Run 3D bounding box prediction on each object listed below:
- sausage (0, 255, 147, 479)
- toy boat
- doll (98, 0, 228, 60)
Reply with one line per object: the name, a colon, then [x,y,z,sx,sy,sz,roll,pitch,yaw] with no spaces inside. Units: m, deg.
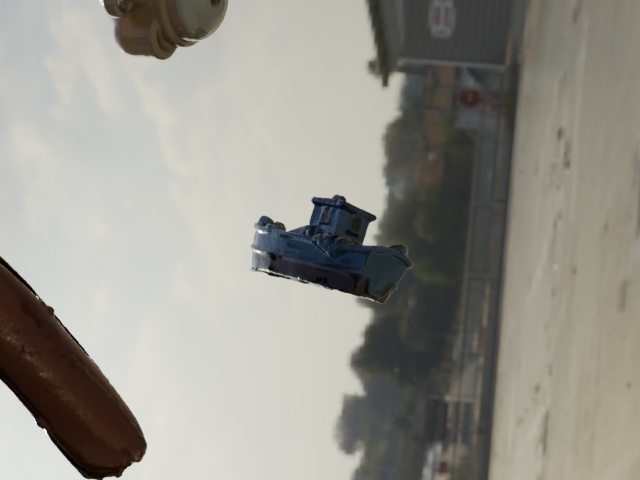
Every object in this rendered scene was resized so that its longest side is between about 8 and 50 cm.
sausage: [-0.320,0.139,1.405,0.330,0.102,0.102,54,-157,-19]
toy boat: [0.000,0.000,1.228,0.100,0.223,0.097,22,-96,-38]
doll: [-0.123,-0.294,1.116,0.278,0.119,0.154,-67,-29,-28]
